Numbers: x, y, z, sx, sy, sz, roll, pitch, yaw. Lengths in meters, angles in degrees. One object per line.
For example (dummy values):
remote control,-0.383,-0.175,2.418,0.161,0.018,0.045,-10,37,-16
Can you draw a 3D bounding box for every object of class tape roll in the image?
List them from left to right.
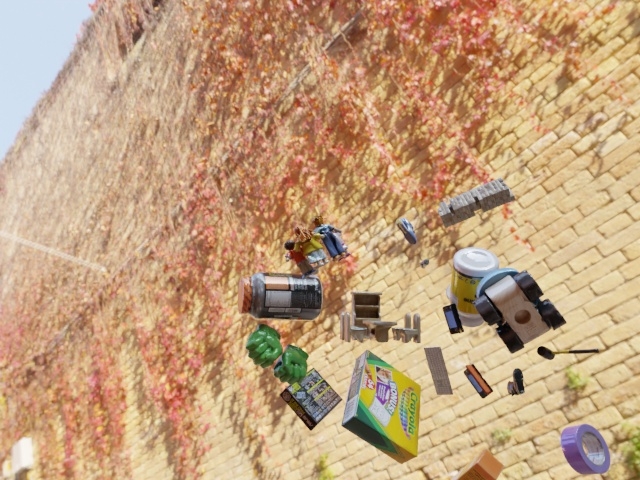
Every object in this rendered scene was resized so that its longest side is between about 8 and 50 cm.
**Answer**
tape roll,1.104,0.870,1.842,0.189,0.188,0.080,-7,-24,-32

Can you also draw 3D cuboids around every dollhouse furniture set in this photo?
dollhouse furniture set,0.278,0.388,2.286,0.363,0.256,0.394,2,-9,-8

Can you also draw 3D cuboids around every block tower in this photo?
block tower,0.719,-0.178,2.065,0.336,0.090,0.097,-23,-49,15

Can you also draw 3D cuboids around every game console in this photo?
game console,0.537,0.325,1.817,0.071,0.122,0.107,-5,-16,-33
game console,0.687,0.632,1.967,0.085,0.144,0.124,-13,-36,-30

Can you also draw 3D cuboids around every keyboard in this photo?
keyboard,0.509,0.564,1.904,0.072,0.255,0.014,-12,19,19

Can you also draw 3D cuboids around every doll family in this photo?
doll family,0.000,0.000,1.457,0.263,0.163,0.118,-23,-15,-37

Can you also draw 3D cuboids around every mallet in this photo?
mallet,0.840,0.381,1.495,0.190,0.039,0.062,-15,-37,44

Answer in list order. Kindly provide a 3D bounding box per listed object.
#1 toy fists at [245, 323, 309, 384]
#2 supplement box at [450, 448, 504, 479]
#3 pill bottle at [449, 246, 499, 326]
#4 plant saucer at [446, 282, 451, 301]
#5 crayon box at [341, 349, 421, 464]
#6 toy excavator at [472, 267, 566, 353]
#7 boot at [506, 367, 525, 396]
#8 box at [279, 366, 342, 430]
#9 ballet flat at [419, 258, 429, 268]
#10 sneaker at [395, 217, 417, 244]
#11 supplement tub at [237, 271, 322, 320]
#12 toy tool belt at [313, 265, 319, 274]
toy fists,-0.161,0.446,1.699,0.279,0.142,0.096,40,-42,-19
supplement box,0.502,0.789,1.457,0.080,0.078,0.233,-27,-33,-43
pill bottle,0.669,0.213,1.942,0.188,0.188,0.333,-17,-56,-16
plant saucer,0.840,0.315,2.240,0.401,0.400,0.100,-12,-65,-24
crayon box,0.272,0.699,1.887,0.313,0.362,0.106,34,-56,-7
toy excavator,0.763,0.259,1.741,0.222,0.433,0.445,-37,12,15
boot,0.890,0.651,2.025,0.045,0.121,0.099,0,-22,-5
box,-0.039,0.743,2.095,0.060,0.216,0.270,-53,-18,22
ballet flat,0.551,0.129,2.356,0.041,0.041,0.114,-21,-15,-8
sneaker,0.411,-0.047,2.050,0.059,0.144,0.053,-18,-21,-31
supplement tub,-0.165,0.225,1.780,0.316,0.193,0.193,5,-37,-18
toy tool belt,-0.048,0.150,2.216,0.083,0.052,0.051,-9,3,-1
